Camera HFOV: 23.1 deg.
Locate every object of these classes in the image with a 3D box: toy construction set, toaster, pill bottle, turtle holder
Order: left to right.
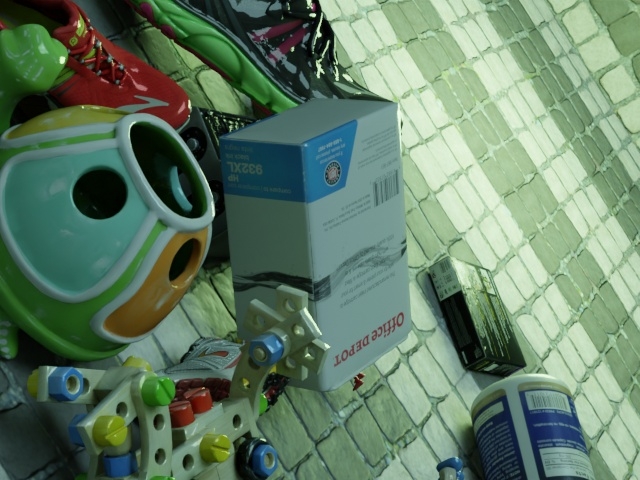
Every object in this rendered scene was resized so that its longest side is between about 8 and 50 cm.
[{"bbox_3d":[-0.242,-0.045,1.628,0.243,0.227,0.320,23,43,-46],"label":"turtle holder"},{"bbox_3d":[-0.134,0.174,1.604,0.328,0.151,0.215,-24,105,-37],"label":"toy construction set"},{"bbox_3d":[-0.114,-0.074,1.994,0.186,0.110,0.168,4,60,-57],"label":"toaster"},{"bbox_3d":[0.310,0.335,2.223,0.153,0.153,0.264,30,39,-42],"label":"pill bottle"}]

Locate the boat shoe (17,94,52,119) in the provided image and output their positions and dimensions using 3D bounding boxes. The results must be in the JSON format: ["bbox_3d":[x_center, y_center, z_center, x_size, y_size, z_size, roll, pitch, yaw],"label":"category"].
[{"bbox_3d":[-0.250,-0.129,1.826,0.342,0.123,0.123,52,29,3],"label":"boat shoe"}]

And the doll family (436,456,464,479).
[{"bbox_3d":[0.167,0.415,1.985,0.163,0.118,0.263,-97,162,-50],"label":"doll family"}]

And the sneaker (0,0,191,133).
[{"bbox_3d":[-0.264,-0.196,1.687,0.279,0.118,0.107,27,61,-7],"label":"sneaker"}]

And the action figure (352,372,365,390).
[{"bbox_3d":[0.009,0.150,2.056,0.115,0.030,0.038,46,24,-11],"label":"action figure"}]

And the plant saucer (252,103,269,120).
[{"bbox_3d":[0.004,-0.150,2.345,0.278,0.041,0.277,38,34,-33],"label":"plant saucer"}]

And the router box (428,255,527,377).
[{"bbox_3d":[0.246,0.120,2.454,0.133,0.046,0.178,17,48,-52],"label":"router box"}]

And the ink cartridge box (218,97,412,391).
[{"bbox_3d":[0.000,0.000,1.909,0.223,0.129,0.307,-29,120,-53],"label":"ink cartridge box"}]

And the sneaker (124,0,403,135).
[{"bbox_3d":[-0.054,-0.285,2.126,0.483,0.202,0.185,37,1,-23],"label":"sneaker"}]

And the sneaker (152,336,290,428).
[{"bbox_3d":[-0.136,0.161,1.772,0.093,0.088,0.225,40,23,27],"label":"sneaker"}]
